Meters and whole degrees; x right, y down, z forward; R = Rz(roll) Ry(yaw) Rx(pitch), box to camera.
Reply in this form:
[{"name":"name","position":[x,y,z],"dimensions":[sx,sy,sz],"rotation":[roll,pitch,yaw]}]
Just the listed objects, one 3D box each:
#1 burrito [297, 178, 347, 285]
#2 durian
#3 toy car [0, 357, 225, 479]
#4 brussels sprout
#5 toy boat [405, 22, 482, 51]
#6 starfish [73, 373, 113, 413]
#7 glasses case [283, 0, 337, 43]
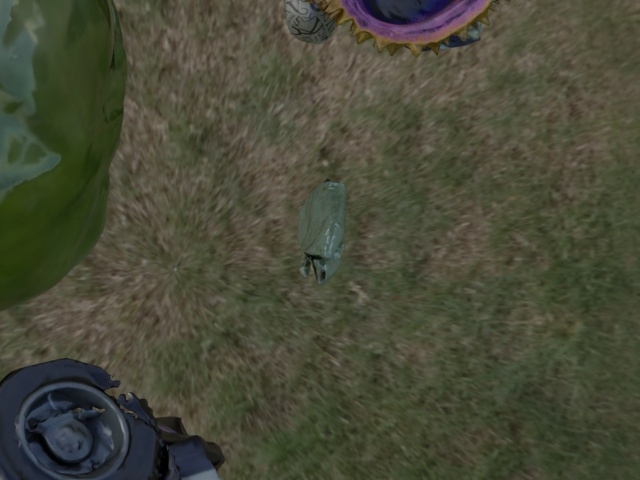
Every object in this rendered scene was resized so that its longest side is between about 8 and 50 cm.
[{"name":"burrito","position":[0.002,-0.003,1.193],"dimensions":[0.044,0.074,0.118],"rotation":[19,41,-19]},{"name":"durian","position":[0.105,-0.275,1.087],"dimensions":[0.260,0.186,0.154],"rotation":[-43,107,6]},{"name":"toy car","position":[-0.168,0.139,0.445],"dimensions":[0.301,0.193,0.118],"rotation":[-7,59,-38]},{"name":"brussels sprout","position":[-0.319,-0.116,0.914],"dimensions":[0.342,0.425,0.361],"rotation":[-12,68,-3]},{"name":"toy boat","position":[0.171,-0.377,1.622],"dimensions":[0.210,0.291,0.070],"rotation":[9,44,-21]},{"name":"starfish","position":[-0.195,0.130,0.908],"dimensions":[0.092,0.086,0.016],"rotation":[-35,48,-18]},{"name":"glasses case","position":[0.022,-0.441,1.631],"dimensions":[0.085,0.137,0.354],"rotation":[13,83,13]}]
